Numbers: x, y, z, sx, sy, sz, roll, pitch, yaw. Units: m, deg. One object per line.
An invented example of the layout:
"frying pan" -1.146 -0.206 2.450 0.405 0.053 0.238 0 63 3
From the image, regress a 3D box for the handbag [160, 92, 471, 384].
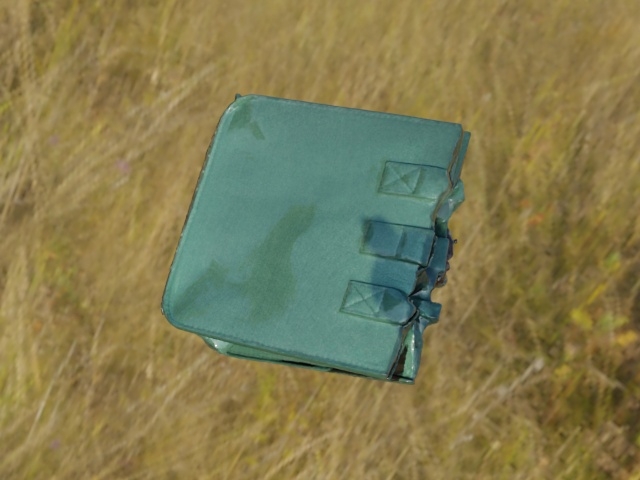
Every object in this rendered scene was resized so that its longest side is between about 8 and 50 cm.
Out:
"handbag" 0.000 0.001 1.235 0.274 0.100 0.269 6 72 25
